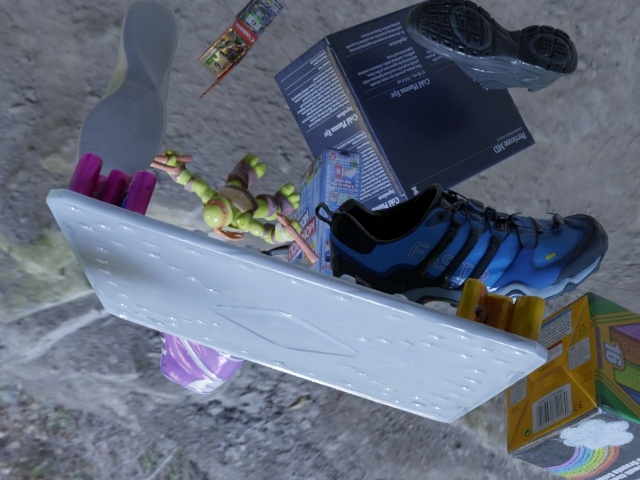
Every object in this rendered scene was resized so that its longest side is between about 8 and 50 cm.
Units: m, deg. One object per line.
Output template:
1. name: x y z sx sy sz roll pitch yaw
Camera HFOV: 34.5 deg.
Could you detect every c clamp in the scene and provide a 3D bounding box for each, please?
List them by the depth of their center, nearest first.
1. c clamp: -0.094 0.064 1.736 0.137 0.022 0.160 1 48 34

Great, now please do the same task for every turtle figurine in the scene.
1. turtle figurine: -0.102 -0.044 1.403 0.270 0.217 0.087 28 109 10

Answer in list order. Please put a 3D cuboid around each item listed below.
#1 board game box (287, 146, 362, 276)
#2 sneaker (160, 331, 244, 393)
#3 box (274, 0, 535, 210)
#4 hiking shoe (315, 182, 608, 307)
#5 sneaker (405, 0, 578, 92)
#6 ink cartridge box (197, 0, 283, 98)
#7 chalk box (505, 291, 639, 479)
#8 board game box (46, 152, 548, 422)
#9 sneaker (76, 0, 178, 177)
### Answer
1. board game box: 0.000 0.000 1.458 0.060 0.194 0.194 9 63 -19
2. sneaker: -0.244 0.125 1.673 0.282 0.102 0.161 51 120 20
3. box: 0.150 -0.227 1.803 0.179 0.343 0.312 -27 89 54
4. hiking shoe: 0.154 0.003 1.087 0.304 0.113 0.132 -10 121 0
5. sneaker: 0.264 -0.299 1.668 0.286 0.130 0.109 17 65 -12
6. ink cartridge box: -0.084 -0.189 0.986 0.029 0.115 0.063 44 136 -14
7. chalk box: 0.414 0.224 1.381 0.289 0.180 0.179 24 49 -23
8. board game box: -0.026 0.062 0.941 0.390 0.390 0.050 18 73 1
9. sneaker: -0.193 -0.135 1.062 0.080 0.094 0.212 18 73 -9
